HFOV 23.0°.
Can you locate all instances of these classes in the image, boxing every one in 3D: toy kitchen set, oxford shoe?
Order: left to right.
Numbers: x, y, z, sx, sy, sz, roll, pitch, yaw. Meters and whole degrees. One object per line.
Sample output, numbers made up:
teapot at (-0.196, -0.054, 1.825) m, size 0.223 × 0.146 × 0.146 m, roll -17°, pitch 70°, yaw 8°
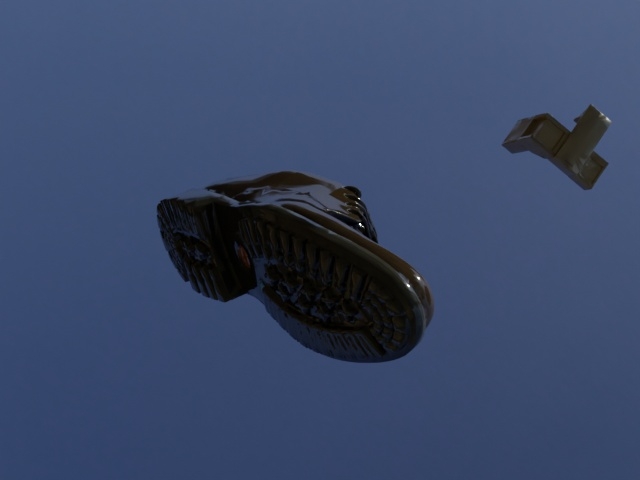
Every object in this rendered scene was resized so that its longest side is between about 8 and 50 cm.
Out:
oxford shoe at (0.000, 0.000, 0.868) m, size 0.096 × 0.083 × 0.227 m, roll -25°, pitch -151°, yaw -25°
toy kitchen set at (0.246, -0.101, 1.589) m, size 0.068 × 0.083 × 0.075 m, roll -54°, pitch -167°, yaw -12°
